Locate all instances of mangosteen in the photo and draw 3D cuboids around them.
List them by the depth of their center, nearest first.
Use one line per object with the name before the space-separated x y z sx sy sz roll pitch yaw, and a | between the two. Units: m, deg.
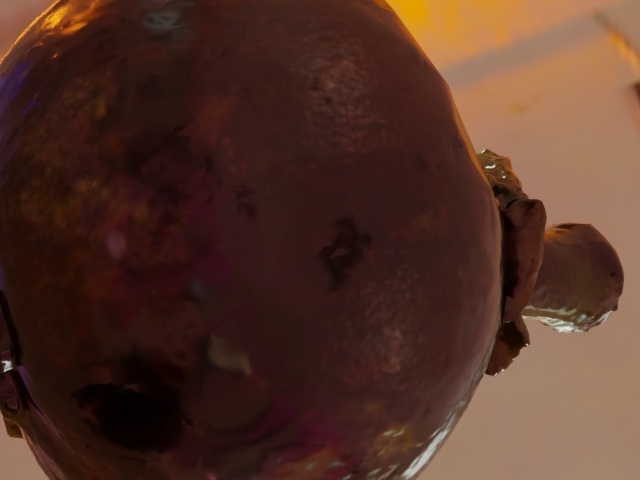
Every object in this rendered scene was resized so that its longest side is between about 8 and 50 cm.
mangosteen | 0.000 0.000 0.755 0.289 0.231 0.231 -7 -106 -29
